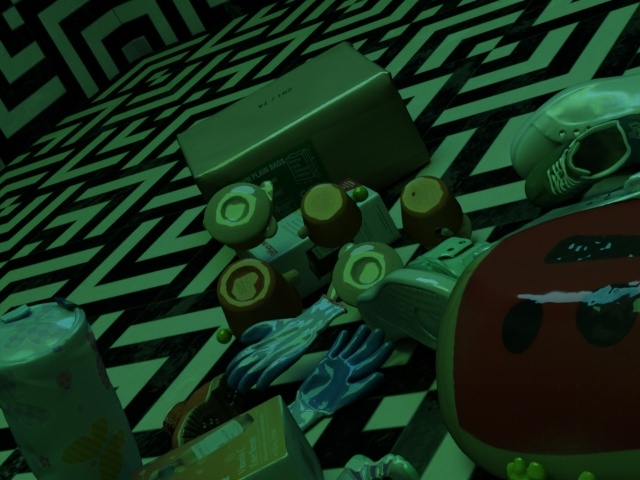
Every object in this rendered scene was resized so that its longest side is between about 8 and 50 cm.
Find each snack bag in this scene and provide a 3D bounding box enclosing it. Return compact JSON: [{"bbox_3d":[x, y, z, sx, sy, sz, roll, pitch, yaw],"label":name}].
[{"bbox_3d":[0.342,-0.067,1.326,0.343,0.037,0.323,-24,-1,26],"label":"snack bag"}]

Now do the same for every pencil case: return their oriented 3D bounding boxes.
[{"bbox_3d":[-0.252,0.195,1.326,0.113,0.273,0.124,-35,30,-31],"label":"pencil case"}]

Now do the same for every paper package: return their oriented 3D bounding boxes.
[{"bbox_3d":[-0.032,-0.142,2.007,0.325,0.168,0.309,-29,19,-2],"label":"paper package"}]

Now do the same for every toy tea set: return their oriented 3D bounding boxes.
[{"bbox_3d":[0.019,0.026,1.613,0.336,0.124,0.200,-5,61,14],"label":"toy tea set"}]

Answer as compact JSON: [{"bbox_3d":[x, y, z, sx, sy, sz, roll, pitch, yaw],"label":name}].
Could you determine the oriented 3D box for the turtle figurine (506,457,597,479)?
[{"bbox_3d":[0.125,0.251,0.937,0.217,0.087,0.269,-36,11,-31],"label":"turtle figurine"}]

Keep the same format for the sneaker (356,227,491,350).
[{"bbox_3d":[0.139,0.039,1.384,0.151,0.094,0.256,-34,7,-15],"label":"sneaker"}]

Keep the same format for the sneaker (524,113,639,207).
[{"bbox_3d":[0.293,-0.090,1.488,0.192,0.064,0.086,-30,-12,39],"label":"sneaker"}]

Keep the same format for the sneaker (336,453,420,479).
[{"bbox_3d":[0.042,0.228,1.190,0.069,0.038,0.098,-44,15,-31],"label":"sneaker"}]

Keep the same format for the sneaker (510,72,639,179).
[{"bbox_3d":[0.352,-0.132,1.535,0.290,0.106,0.123,-24,24,22],"label":"sneaker"}]

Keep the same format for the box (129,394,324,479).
[{"bbox_3d":[-0.088,0.244,1.243,0.170,0.091,0.130,-28,20,3],"label":"box"}]

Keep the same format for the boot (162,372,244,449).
[{"bbox_3d":[-0.143,0.210,1.467,0.085,0.059,0.158,-26,11,19],"label":"boot"}]

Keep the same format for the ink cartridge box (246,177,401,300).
[{"bbox_3d":[0.000,0.000,1.749,0.175,0.072,0.127,-32,20,-8],"label":"ink cartridge box"}]

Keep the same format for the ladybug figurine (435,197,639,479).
[{"bbox_3d":[0.267,0.070,1.073,0.449,0.162,0.305,-7,29,47],"label":"ladybug figurine"}]

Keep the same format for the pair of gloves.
[{"bbox_3d":[-0.017,0.131,1.448,0.159,0.023,0.198,-39,39,-13],"label":"pair of gloves"}]
